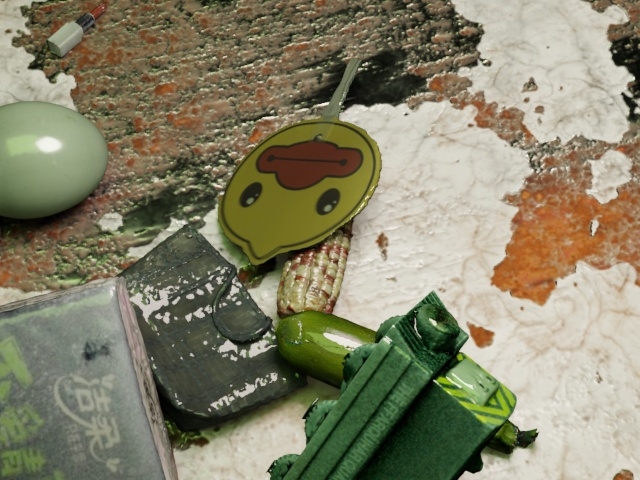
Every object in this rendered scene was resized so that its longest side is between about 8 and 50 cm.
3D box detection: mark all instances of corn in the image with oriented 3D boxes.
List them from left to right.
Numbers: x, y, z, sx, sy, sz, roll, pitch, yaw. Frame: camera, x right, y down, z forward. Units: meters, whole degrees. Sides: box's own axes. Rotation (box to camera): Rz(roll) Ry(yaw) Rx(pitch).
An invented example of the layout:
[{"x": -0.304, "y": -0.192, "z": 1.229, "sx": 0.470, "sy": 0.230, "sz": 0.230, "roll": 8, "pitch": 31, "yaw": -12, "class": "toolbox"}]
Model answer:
[{"x": 0.000, "y": 0.000, "z": 1.373, "sx": 0.080, "sy": 0.079, "sz": 0.237, "roll": 8, "pitch": 60, "yaw": 7, "class": "corn"}]

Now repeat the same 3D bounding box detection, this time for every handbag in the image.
[{"x": -0.150, "y": 0.108, "z": 1.327, "sx": 0.175, "sy": 0.088, "sz": 0.270, "roll": -30, "pitch": 66, "yaw": -20, "class": "handbag"}]

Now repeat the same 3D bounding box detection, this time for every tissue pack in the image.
[{"x": -0.371, "y": 0.223, "z": 1.187, "sx": 0.394, "sy": 0.124, "sz": 0.287, "roll": -15, "pitch": 99, "yaw": -4, "class": "tissue pack"}]

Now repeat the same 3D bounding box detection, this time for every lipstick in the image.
[{"x": -0.343, "y": -0.306, "z": 1.564, "sx": 0.025, "sy": 0.025, "sz": 0.107, "roll": 35, "pitch": 65, "yaw": 16, "class": "lipstick"}]

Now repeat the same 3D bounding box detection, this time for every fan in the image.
[{"x": -0.012, "y": -0.105, "z": 1.406, "sx": 0.230, "sy": 0.011, "sz": 0.335, "roll": 7, "pitch": 61, "yaw": 35, "class": "fan"}]

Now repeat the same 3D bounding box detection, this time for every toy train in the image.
[{"x": 0.073, "y": 0.216, "z": 1.150, "sx": 0.178, "sy": 0.330, "sz": 0.138, "roll": 39, "pitch": 30, "yaw": 12, "class": "toy train"}]

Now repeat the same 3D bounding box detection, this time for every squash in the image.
[{"x": 0.100, "y": 0.165, "z": 1.266, "sx": 0.332, "sy": 0.087, "sz": 0.087, "roll": 26, "pitch": 67, "yaw": 1, "class": "squash"}]

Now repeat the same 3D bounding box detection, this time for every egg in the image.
[{"x": -0.368, "y": -0.103, "z": 1.396, "sx": 0.192, "sy": 0.149, "sz": 0.149, "roll": -9, "pitch": 64, "yaw": -3, "class": "egg"}]
